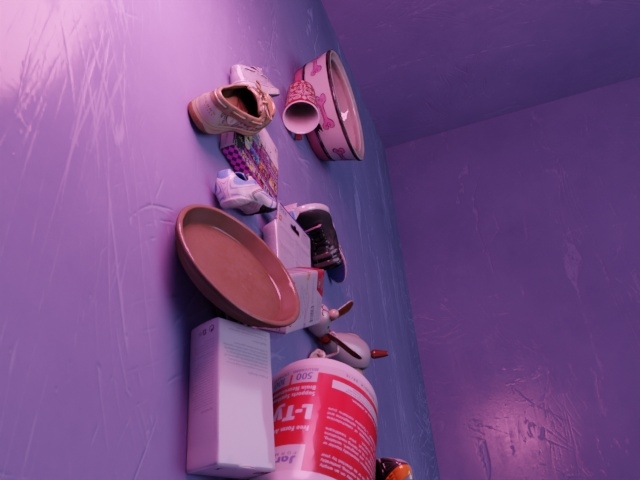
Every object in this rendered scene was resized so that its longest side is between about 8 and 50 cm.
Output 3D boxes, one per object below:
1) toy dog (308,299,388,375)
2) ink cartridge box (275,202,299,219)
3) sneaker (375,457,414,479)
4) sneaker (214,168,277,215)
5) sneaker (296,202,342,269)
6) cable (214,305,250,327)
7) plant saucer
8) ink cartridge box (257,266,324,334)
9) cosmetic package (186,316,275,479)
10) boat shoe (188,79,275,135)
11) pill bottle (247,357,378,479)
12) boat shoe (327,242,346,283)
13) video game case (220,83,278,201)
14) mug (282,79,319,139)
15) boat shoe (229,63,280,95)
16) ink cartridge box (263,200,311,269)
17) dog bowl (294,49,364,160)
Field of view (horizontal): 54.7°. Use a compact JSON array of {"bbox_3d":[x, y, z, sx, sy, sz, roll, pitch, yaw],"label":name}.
[{"bbox_3d":[0.082,0.281,1.700,0.333,0.160,0.220,43,34,-65],"label":"toy dog"},{"bbox_3d":[-0.085,-0.069,1.625,0.083,0.048,0.028,-67,140,-66],"label":"ink cartridge box"},{"bbox_3d":[0.154,0.489,1.178,0.263,0.120,0.099,100,-17,-44],"label":"sneaker"},{"bbox_3d":[-0.154,-0.101,1.329,0.237,0.085,0.086,17,64,-75],"label":"sneaker"},{"bbox_3d":[0.000,0.000,1.767,0.296,0.104,0.147,52,22,-66],"label":"sneaker"},{"bbox_3d":[-0.151,0.160,1.122,0.287,0.072,0.139,-89,154,-43],"label":"cable"},{"bbox_3d":[-0.148,0.049,1.090,0.277,0.041,0.278,40,19,-17],"label":"plant saucer"},{"bbox_3d":[-0.062,0.127,1.365,0.175,0.072,0.128,-1,97,-65],"label":"ink cartridge box"},{"bbox_3d":[-0.142,0.251,0.983,0.117,0.085,0.231,25,49,-39],"label":"cosmetic package"},{"bbox_3d":[-0.165,-0.287,1.330,0.105,0.089,0.285,60,29,-3],"label":"boat shoe"},{"bbox_3d":[-0.019,0.415,1.069,0.408,0.228,0.229,-77,150,-60],"label":"pill bottle"},{"bbox_3d":[0.047,0.045,1.983,0.066,0.066,0.183,-16,92,-77],"label":"boat shoe"},{"bbox_3d":[-0.165,-0.218,1.481,0.232,0.041,0.210,59,22,-48],"label":"video game case"},{"bbox_3d":[-0.072,-0.414,1.951,0.113,0.150,0.169,26,34,-22],"label":"mug"},{"bbox_3d":[-0.166,-0.406,1.578,0.227,0.079,0.081,-22,102,-72],"label":"boat shoe"},{"bbox_3d":[-0.078,0.051,1.533,0.223,0.045,0.224,51,32,-56],"label":"ink cartridge box"},{"bbox_3d":[0.032,-0.470,2.244,0.408,0.150,0.409,-13,90,-75],"label":"dog bowl"}]
